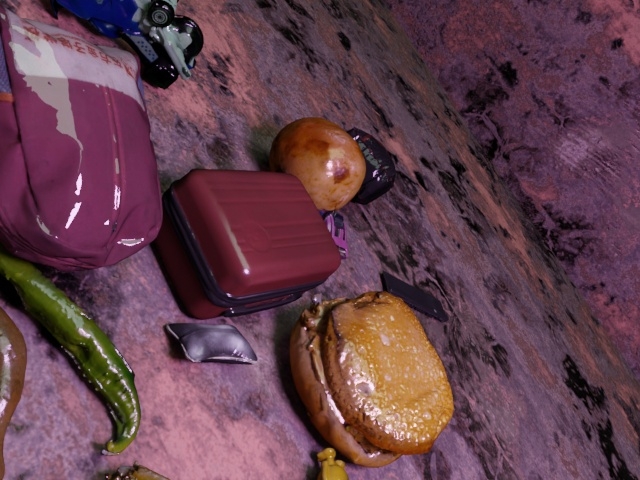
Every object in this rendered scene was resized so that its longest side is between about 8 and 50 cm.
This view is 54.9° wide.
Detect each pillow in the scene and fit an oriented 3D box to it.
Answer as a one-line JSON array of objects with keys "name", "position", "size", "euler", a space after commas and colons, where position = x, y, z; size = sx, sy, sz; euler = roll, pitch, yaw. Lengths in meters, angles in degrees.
[{"name": "pillow", "position": [-0.165, 0.157, 0.946], "size": [0.135, 0.055, 0.091], "euler": [17, 43, -46]}]

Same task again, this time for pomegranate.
[{"name": "pomegranate", "position": [0.000, -0.161, 1.333], "size": [0.215, 0.215, 0.215], "euler": [33, 36, -28]}]

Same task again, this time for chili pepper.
[{"name": "chili pepper", "position": [-0.333, 0.103, 0.774], "size": [0.359, 0.076, 0.085], "euler": [53, 6, 1]}]

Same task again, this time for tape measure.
[{"name": "tape measure", "position": [0.000, 0.000, 1.266], "size": [0.074, 0.118, 0.125], "euler": [26, 57, -39]}]

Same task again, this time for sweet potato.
[{"name": "sweet potato", "position": [-0.365, 0.151, 0.693], "size": [0.069, 0.059, 0.250], "euler": [-6, 65, -32]}]

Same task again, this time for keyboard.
[{"name": "keyboard", "position": [0.232, 0.142, 1.520], "size": [0.231, 0.023, 0.072], "euler": [28, 32, -35]}]

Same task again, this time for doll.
[{"name": "doll", "position": [0.028, 0.411, 0.921], "size": [0.188, 0.096, 0.145], "euler": [-81, 146, -82]}]

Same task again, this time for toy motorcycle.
[{"name": "toy motorcycle", "position": [-0.375, -0.435, 1.169], "size": [0.331, 0.196, 0.125], "euler": [42, 31, -40]}]

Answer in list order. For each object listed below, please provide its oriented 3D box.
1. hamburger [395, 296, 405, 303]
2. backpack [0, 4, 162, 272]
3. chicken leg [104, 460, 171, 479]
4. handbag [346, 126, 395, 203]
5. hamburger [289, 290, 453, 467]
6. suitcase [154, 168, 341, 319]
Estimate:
[{"name": "hamburger", "position": [0.151, 0.198, 1.290], "size": [0.137, 0.087, 0.166], "euler": [-1, 60, -54]}, {"name": "backpack", "position": [-0.333, -0.115, 0.802], "size": [0.283, 0.197, 0.318], "euler": [-3, 78, -58]}, {"name": "chicken leg", "position": [-0.162, 0.336, 0.754], "size": [0.227, 0.088, 0.103], "euler": [41, 42, -7]}, {"name": "handbag", "position": [0.095, -0.182, 1.519], "size": [0.169, 0.155, 0.215], "euler": [59, 6, 3]}, {"name": "hamburger", "position": [0.084, 0.231, 1.084], "size": [0.289, 0.170, 0.314], "euler": [-11, 69, -53]}, {"name": "suitcase", "position": [-0.123, 0.001, 1.057], "size": [0.297, 0.161, 0.236], "euler": [-5, 62, -55]}]
